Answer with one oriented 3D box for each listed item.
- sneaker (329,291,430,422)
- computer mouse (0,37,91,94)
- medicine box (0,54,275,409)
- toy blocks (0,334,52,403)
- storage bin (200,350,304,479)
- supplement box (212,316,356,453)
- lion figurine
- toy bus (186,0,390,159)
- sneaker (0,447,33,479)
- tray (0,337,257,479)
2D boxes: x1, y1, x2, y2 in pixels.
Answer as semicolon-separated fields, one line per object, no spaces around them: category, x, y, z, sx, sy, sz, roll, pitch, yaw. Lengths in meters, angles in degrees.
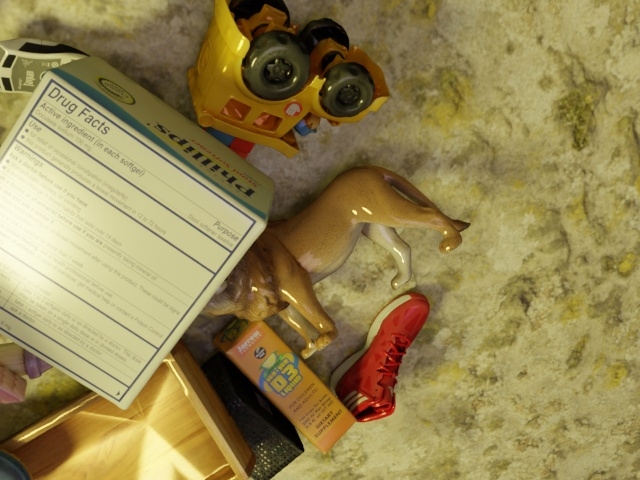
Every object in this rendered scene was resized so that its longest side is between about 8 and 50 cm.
sneaker;0.114;0.195;1.244;0.087;0.128;0.221;27;106;-31
computer mouse;-0.344;-0.199;0.904;0.193;0.042;0.106;3;136;-27
medicine box;-0.238;-0.010;0.891;0.264;0.149;0.289;35;106;-10
toy blocks;-0.421;0.142;0.916;0.260;0.288;0.308;-6;116;-11
storage bin;-0.118;0.267;1.195;0.084;0.122;0.180;-41;123;3
supplement box;-0.052;0.209;1.185;0.078;0.080;0.233;-45;109;-9
lion figurine;0.000;0.000;1.097;0.392;0.142;0.240;-35;86;-18
toy bus;-0.057;-0.174;0.984;0.220;0.149;0.211;15;123;-30
sneaker;-0.523;0.324;1.004;0.297;0.131;0.111;2;96;2
tray;-0.315;0.322;1.089;0.411;0.076;0.202;-30;94;8
